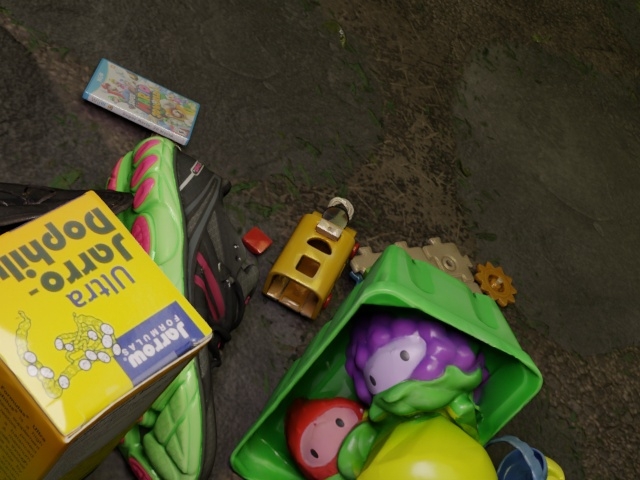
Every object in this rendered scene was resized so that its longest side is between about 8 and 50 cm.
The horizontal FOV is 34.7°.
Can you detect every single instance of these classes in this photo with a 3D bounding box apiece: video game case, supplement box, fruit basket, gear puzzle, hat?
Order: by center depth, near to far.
[{"bbox_3d":[-0.300,0.149,1.054,0.195,0.356,0.194,49,45,6],"label":"supplement box"},{"bbox_3d":[0.084,0.244,1.231,0.283,0.392,0.392,29,47,-13],"label":"fruit basket"},{"bbox_3d":[-0.394,0.002,1.239,0.331,0.331,0.133,-6,104,-36],"label":"hat"},{"bbox_3d":[-0.268,-0.211,1.554,0.166,0.015,0.119,24,33,-13],"label":"video game case"},{"bbox_3d":[0.190,0.081,1.654,0.339,0.044,0.175,-7,61,-40],"label":"gear puzzle"}]

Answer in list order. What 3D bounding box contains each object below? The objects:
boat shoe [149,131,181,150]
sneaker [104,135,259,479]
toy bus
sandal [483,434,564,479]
[{"bbox_3d":[-0.229,-0.110,1.507,0.056,0.048,0.153,19,50,-21],"label":"boat shoe"},{"bbox_3d":[-0.162,0.088,1.312,0.202,0.185,0.482,16,59,-37],"label":"sneaker"},{"bbox_3d":[0.000,0.011,1.497,0.191,0.104,0.202,-13,65,-20],"label":"toy bus"},{"bbox_3d":[0.250,0.389,1.383,0.138,0.126,0.317,56,29,-30],"label":"sandal"}]
